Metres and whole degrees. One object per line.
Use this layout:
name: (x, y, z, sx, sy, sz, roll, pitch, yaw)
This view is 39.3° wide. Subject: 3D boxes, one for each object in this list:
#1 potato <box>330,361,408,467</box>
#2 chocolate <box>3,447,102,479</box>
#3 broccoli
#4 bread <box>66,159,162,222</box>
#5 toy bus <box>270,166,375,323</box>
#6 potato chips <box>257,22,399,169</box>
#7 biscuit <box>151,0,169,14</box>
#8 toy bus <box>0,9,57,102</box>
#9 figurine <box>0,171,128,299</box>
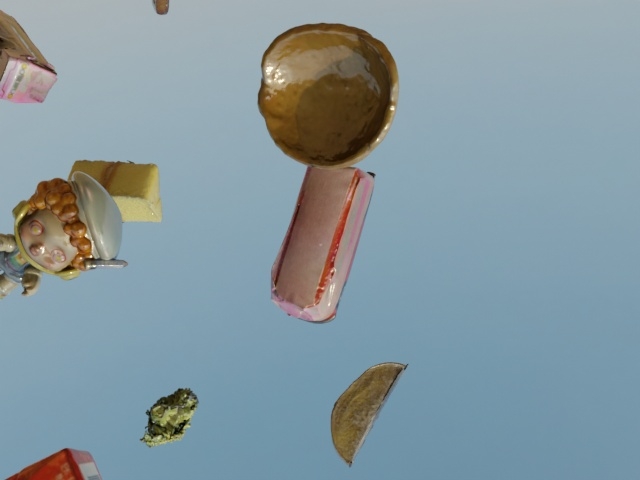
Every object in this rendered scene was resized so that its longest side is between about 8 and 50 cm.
potato: (0.088, 0.370, 2.006, 0.100, 0.120, 0.261, 30, -104, 8)
chocolate: (-0.440, 0.484, 1.455, 0.234, 0.237, 0.108, -30, 169, 10)
broccoli: (-0.253, 0.296, 1.501, 0.097, 0.092, 0.095, -7, -111, 3)
bread: (-0.559, -0.129, 2.414, 0.266, 0.178, 0.142, 1, -177, 14)
toy bus: (0.000, 0.000, 1.645, 0.127, 0.303, 0.147, 17, 178, 14)
potato chips: (0.016, -0.189, 1.151, 0.208, 0.195, 0.062, -31, 171, 31)
biscuit: (-0.330, -0.646, 1.876, 0.046, 0.359, 0.359, 1, -155, -12)
toy bus: (-0.566, -0.338, 1.591, 0.112, 0.090, 0.274, 12, -153, -45)
figurine: (-0.600, -0.007, 1.918, 0.381, 0.225, 0.205, -17, -169, 14)
